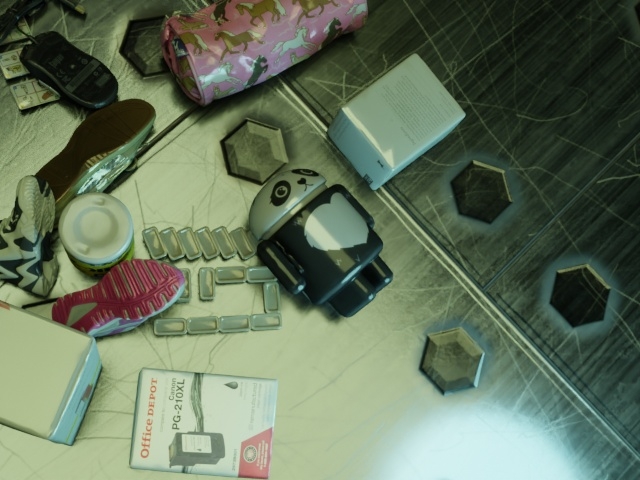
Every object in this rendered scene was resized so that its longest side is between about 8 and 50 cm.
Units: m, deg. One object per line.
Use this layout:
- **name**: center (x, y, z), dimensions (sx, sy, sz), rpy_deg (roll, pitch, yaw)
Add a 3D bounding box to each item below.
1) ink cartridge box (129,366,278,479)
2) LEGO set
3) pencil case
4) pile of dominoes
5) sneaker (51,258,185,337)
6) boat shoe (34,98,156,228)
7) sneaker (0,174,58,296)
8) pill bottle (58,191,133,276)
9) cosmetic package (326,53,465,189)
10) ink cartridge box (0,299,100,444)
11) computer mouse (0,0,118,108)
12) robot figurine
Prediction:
- **ink cartridge box**: center (-0.203, 0.315, 1.717), dimensions (0.237, 0.100, 0.171), rpy_deg (6, 78, -8)
- **LEGO set**: center (-0.622, -0.292, 1.801), dimensions (0.244, 0.060, 0.182), rpy_deg (-23, 84, -25)
- **pencil case**: center (-0.100, -0.399, 1.845), dimensions (0.386, 0.167, 0.160), rpy_deg (-28, 52, -14)
- **pile of dominoes**: center (-0.201, 0.072, 1.809), dimensions (0.251, 0.040, 0.195), rpy_deg (-1, 79, -18)
- **sneaker**: center (-0.330, 0.098, 1.697), dimensions (0.252, 0.111, 0.102), rpy_deg (-20, 82, 23)
- **boat shoe**: center (-0.405, -0.142, 1.788), dimensions (0.105, 0.089, 0.285), rpy_deg (38, 71, 26)
- **sneaker**: center (-0.532, -0.016, 1.685), dimensions (0.153, 0.235, 0.094), rpy_deg (11, 45, 5)
- **pill bottle**: center (-0.375, -0.002, 1.693), dimensions (0.119, 0.208, 0.119), rpy_deg (2, 79, -9)
- **cosmetic package**: center (0.137, -0.217, 1.849), dimensions (0.184, 0.151, 0.151), rpy_deg (-37, 87, -15)
- **ink cartridge box**: center (-0.498, 0.196, 1.547), dimensions (0.279, 0.384, 0.160), rpy_deg (21, 74, -5)
- **computer mouse**: center (-0.468, -0.351, 1.829), dimensions (0.262, 0.060, 0.184), rpy_deg (32, 62, -4)
- **robot figurine**: center (0.000, 0.000, 1.772), dimensions (0.173, 0.209, 0.278), rpy_deg (-42, 88, 10)
